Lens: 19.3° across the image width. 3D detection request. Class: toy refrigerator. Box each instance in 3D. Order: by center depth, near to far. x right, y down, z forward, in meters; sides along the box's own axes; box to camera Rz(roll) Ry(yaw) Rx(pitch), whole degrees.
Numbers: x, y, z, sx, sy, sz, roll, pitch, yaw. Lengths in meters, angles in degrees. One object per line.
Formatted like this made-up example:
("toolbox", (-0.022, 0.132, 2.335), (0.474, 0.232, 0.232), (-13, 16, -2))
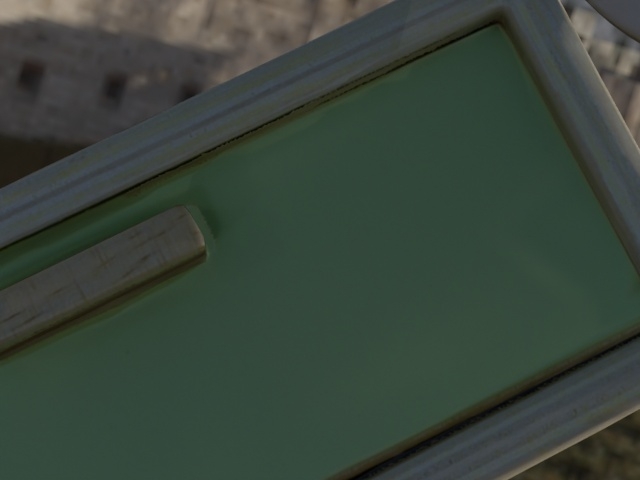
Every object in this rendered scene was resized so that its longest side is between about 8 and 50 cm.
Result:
("toy refrigerator", (-0.055, 0.044, 0.410), (0.269, 0.102, 0.094), (-26, -6, -8))

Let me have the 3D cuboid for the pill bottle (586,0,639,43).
("pill bottle", (0.189, -0.175, 0.742), (0.210, 0.210, 0.363), (19, 17, 11))
